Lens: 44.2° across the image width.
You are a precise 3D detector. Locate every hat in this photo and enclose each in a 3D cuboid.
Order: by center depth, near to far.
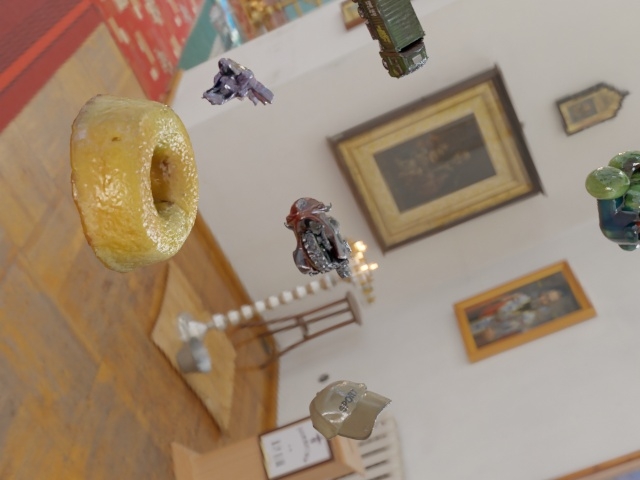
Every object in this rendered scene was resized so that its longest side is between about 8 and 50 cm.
[{"bbox_3d":[0.065,0.339,1.644,0.085,0.147,0.175,47,-29,-22],"label":"hat"}]

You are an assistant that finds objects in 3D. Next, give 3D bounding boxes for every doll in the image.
[{"bbox_3d":[0.581,-0.025,1.223,0.322,0.199,0.186,27,-46,45],"label":"doll"}]

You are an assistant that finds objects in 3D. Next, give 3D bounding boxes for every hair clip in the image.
[{"bbox_3d":[-0.162,-0.318,1.622,0.137,0.090,0.278,33,14,0],"label":"hair clip"}]

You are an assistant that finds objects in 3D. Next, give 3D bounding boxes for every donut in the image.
[{"bbox_3d":[-0.282,-0.097,1.257,0.303,0.110,0.302,-5,90,-78],"label":"donut"}]

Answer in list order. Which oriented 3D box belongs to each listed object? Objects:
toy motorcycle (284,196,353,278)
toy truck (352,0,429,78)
[{"bbox_3d":[-0.001,0.000,1.263,0.213,0.082,0.122,30,41,-74],"label":"toy motorcycle"},{"bbox_3d":[0.153,-0.490,1.750,0.259,0.088,0.121,61,-12,-20],"label":"toy truck"}]
